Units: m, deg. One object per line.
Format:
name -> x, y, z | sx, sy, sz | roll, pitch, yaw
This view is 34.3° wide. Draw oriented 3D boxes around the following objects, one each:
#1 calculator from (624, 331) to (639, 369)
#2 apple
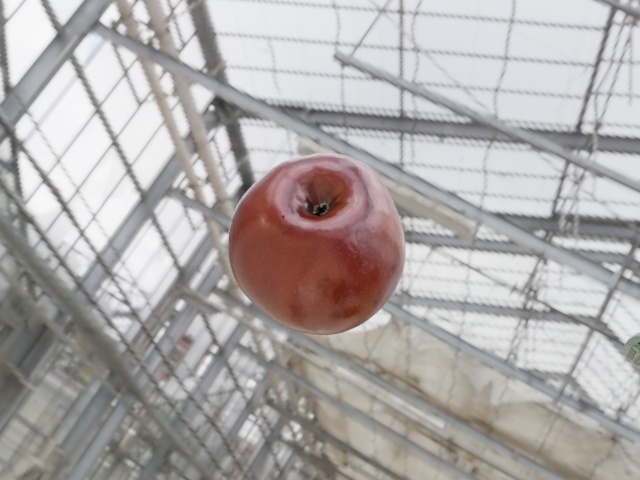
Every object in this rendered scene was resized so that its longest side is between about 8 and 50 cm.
calculator -> 0.552, 0.190, 1.716 | 0.095, 0.021, 0.153 | 41, -18, 12
apple -> 0.000, 0.000, 1.499 | 0.260, 0.260, 0.217 | 25, -31, 20
